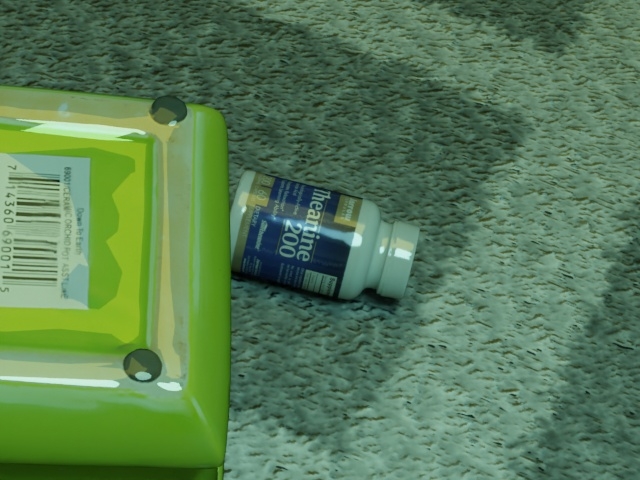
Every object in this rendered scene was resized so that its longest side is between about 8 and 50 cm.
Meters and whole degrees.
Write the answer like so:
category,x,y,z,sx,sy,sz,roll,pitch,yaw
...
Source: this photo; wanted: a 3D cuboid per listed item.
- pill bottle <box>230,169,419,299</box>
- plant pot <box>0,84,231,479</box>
category,x,y,z,sx,sy,sz,roll,pitch,yaw
pill bottle,0.000,0.000,1.071,0.120,0.067,0.067,14,40,0
plant pot,-0.150,0.048,0.824,0.227,0.207,0.228,5,57,-10
